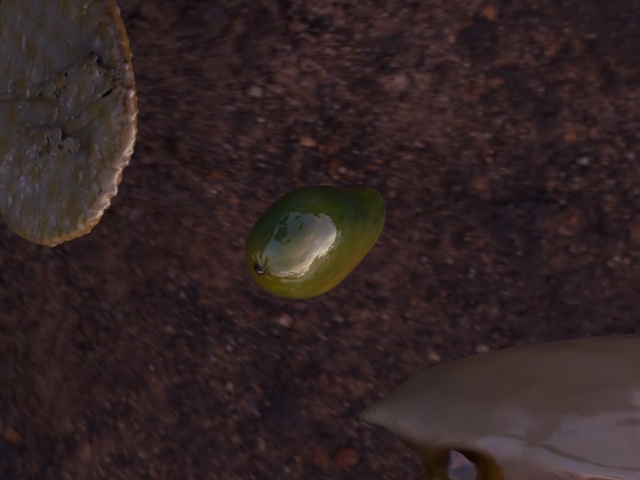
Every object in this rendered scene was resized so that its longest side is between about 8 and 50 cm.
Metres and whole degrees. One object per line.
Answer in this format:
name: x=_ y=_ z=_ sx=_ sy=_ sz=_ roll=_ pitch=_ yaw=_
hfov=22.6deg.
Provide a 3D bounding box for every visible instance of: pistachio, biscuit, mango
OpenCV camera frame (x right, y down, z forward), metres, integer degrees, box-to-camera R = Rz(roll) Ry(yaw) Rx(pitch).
pistachio: x=0.123 y=0.107 z=0.601 sx=0.229 sy=0.157 sz=0.157 roll=5 pitch=95 yaw=6
biscuit: x=-0.204 y=-0.103 z=1.204 sx=0.033 sy=0.220 sz=0.220 roll=2 pitch=96 yaw=-42
mango: x=-0.002 y=0.003 z=1.605 sx=0.191 sy=0.085 sz=0.122 roll=0 pitch=117 yaw=-56
